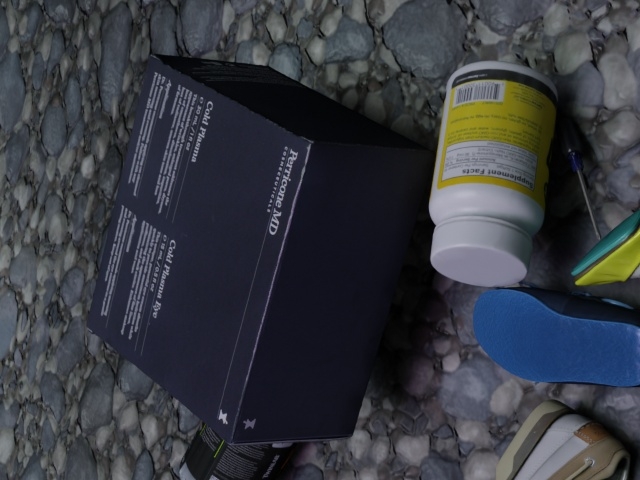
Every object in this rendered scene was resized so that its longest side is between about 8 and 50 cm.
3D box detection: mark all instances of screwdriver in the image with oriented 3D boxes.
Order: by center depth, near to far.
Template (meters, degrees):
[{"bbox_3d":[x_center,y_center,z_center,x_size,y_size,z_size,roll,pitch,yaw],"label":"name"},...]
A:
[{"bbox_3d":[0.262,-0.059,1.668,0.025,0.024,0.170,86,177,-51],"label":"screwdriver"}]

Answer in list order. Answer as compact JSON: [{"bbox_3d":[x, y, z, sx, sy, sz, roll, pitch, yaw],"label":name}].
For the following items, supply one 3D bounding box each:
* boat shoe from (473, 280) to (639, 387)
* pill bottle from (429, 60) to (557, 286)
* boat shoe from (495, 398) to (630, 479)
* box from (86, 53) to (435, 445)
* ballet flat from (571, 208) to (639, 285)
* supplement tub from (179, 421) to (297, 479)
[{"bbox_3d":[0.262,0.104,1.649,0.258,0.089,0.109,20,111,49],"label":"boat shoe"},{"bbox_3d":[0.174,-0.067,1.689,0.119,0.119,0.208,-18,54,48],"label":"pill bottle"},{"bbox_3d":[0.198,0.310,1.643,0.103,0.113,0.302,28,91,37],"label":"boat shoe"},{"bbox_3d":[-0.076,0.006,1.832,0.312,0.179,0.343,33,113,46],"label":"box"},{"bbox_3d":[0.331,-0.011,1.585,0.077,0.077,0.231,42,129,4],"label":"ballet flat"},{"bbox_3d":[-0.086,0.234,2.020,0.117,0.117,0.190,52,125,38],"label":"supplement tub"}]
